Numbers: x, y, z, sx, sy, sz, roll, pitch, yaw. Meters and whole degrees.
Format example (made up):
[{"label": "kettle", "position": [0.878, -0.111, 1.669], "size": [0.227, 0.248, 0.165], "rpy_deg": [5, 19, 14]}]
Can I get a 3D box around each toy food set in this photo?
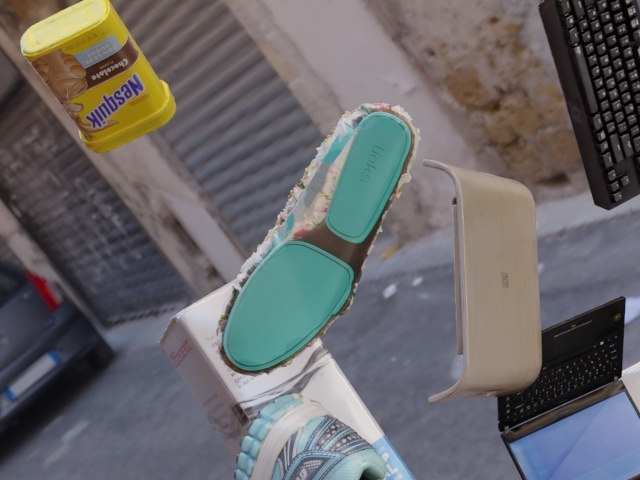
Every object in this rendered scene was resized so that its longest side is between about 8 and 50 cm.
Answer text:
[{"label": "toy food set", "position": [0.198, 0.054, 1.445], "size": [0.092, 0.306, 0.220], "rpy_deg": [-6, -8, 34]}]

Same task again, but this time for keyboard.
[{"label": "keyboard", "position": [0.233, -0.121, 0.837], "size": [0.108, 0.180, 0.023], "rpy_deg": [-30, 26, -15]}]

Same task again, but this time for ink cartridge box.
[{"label": "ink cartridge box", "position": [-0.048, 0.201, 1.314], "size": [0.129, 0.307, 0.223], "rpy_deg": [-33, -5, -18]}]

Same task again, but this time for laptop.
[{"label": "laptop", "position": [0.401, 0.257, 1.687], "size": [0.234, 0.264, 0.136], "rpy_deg": [-21, 37, -18]}]

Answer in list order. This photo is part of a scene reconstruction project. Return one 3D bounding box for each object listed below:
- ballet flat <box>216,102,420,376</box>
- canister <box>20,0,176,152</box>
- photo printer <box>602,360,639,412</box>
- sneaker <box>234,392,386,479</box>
[{"label": "ballet flat", "position": [0.000, 0.000, 0.874], "size": [0.241, 0.091, 0.077], "rpy_deg": [-56, 9, -3]}, {"label": "canister", "position": [-0.270, -0.201, 1.352], "size": [0.126, 0.170, 0.073], "rpy_deg": [-25, 46, 5]}, {"label": "photo printer", "position": [0.658, 0.314, 1.867], "size": [0.256, 0.307, 0.107], "rpy_deg": [-27, -12, -2]}, {"label": "sneaker", "position": [-0.002, 0.268, 0.871], "size": [0.110, 0.283, 0.122], "rpy_deg": [-20, 28, -40]}]
